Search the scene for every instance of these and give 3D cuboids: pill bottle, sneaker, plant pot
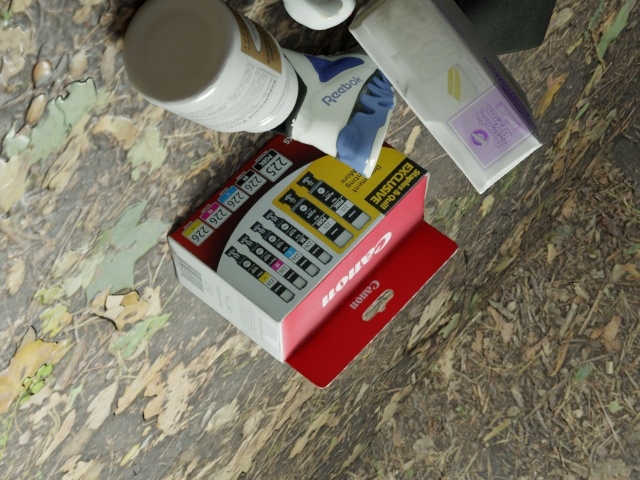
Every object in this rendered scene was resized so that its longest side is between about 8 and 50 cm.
[{"bbox_3d":[-0.111,-0.190,1.543,0.131,0.131,0.229,-56,160,6],"label":"pill bottle"},{"bbox_3d":[0.001,-0.202,1.790,0.315,0.182,0.127,-82,-167,-65],"label":"sneaker"},{"bbox_3d":[0.206,-0.359,1.915,0.167,0.188,0.187,-28,151,-27],"label":"plant pot"}]

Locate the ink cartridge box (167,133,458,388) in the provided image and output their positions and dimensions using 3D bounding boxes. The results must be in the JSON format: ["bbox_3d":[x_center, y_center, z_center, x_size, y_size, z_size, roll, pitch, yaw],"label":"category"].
[{"bbox_3d":[0.000,0.000,1.895,0.309,0.272,0.130,-46,159,-22],"label":"ink cartridge box"}]

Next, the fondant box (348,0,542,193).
[{"bbox_3d":[0.151,-0.209,1.662,0.096,0.238,0.330,-37,-171,15],"label":"fondant box"}]

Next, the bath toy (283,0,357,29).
[{"bbox_3d":[0.075,-0.394,1.646,0.348,0.151,0.129,-52,-165,-2],"label":"bath toy"}]
